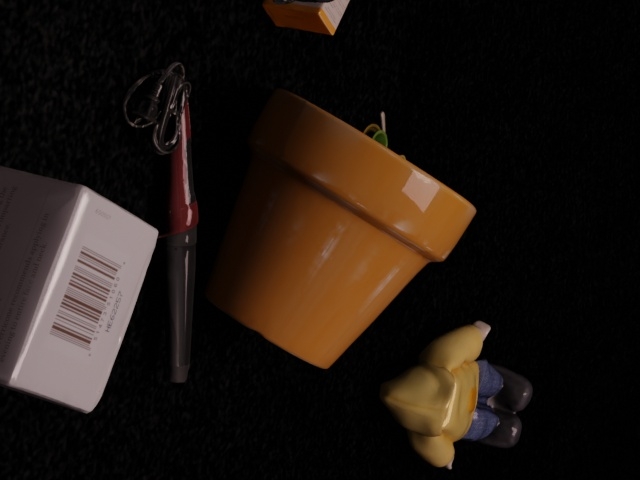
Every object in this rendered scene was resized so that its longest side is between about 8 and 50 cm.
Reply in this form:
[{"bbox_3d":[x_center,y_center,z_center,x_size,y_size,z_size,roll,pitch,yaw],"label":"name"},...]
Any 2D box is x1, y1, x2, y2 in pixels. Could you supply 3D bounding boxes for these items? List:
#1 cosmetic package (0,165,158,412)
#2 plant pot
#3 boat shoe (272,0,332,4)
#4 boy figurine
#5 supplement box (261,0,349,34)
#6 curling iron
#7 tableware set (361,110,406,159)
[{"bbox_3d":[-0.222,0.012,0.864,0.085,0.231,0.117,36,71,-58],"label":"cosmetic package"},{"bbox_3d":[0.000,0.000,1.301,0.188,0.205,0.205,-59,150,1],"label":"plant pot"},{"bbox_3d":[-0.027,-0.336,1.194,0.114,0.091,0.302,-45,138,-43],"label":"boat shoe"},{"bbox_3d":[0.156,0.176,1.727,0.285,0.092,0.177,22,85,-63],"label":"boy figurine"},{"bbox_3d":[-0.001,-0.233,1.312,0.098,0.062,0.036,-65,148,-17],"label":"supplement box"},{"bbox_3d":[-0.125,-0.011,1.219,0.068,0.035,0.274,-27,124,-48],"label":"curling iron"},{"bbox_3d":[0.040,-0.052,1.498,0.154,0.024,0.104,-45,138,-43],"label":"tableware set"}]
